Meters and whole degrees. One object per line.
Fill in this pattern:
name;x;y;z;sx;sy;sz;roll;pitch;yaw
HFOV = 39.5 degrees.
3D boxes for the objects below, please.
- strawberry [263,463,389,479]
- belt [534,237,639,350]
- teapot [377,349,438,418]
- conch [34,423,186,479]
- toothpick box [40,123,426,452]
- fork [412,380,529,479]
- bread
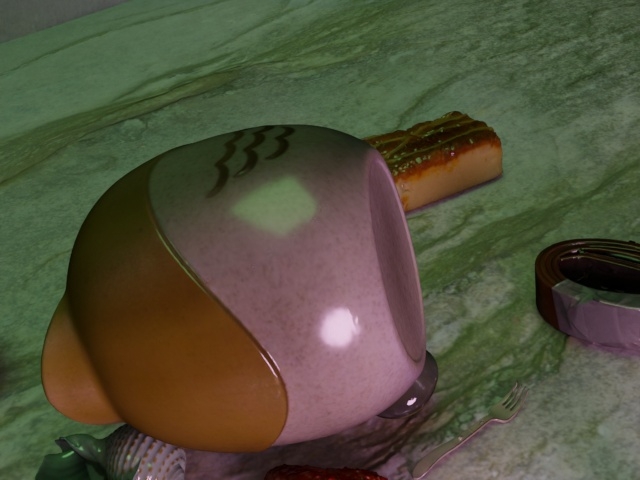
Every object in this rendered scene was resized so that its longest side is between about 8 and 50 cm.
strawberry;0.018;0.332;1.113;0.236;0.106;0.175;4;35;17
belt;0.465;0.083;1.402;0.262;0.105;0.184;19;43;32
teapot;0.085;0.195;1.287;0.166;0.119;0.130;-24;35;2
conch;-0.266;0.320;1.169;0.200;0.131;0.172;-5;38;36
toothpick box;-0.102;0.070;1.137;0.426;0.408;0.408;-11;32;14
fork;0.212;0.271;1.248;0.219;0.028;0.034;-32;48;-26
bread;0.219;-0.168;1.816;0.275;0.114;0.185;-19;36;-21
